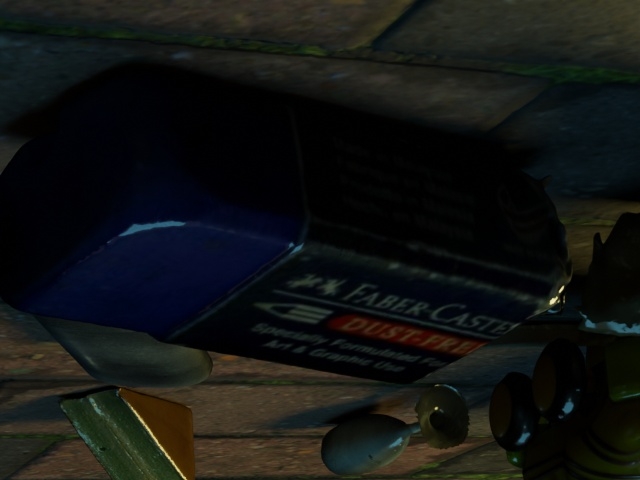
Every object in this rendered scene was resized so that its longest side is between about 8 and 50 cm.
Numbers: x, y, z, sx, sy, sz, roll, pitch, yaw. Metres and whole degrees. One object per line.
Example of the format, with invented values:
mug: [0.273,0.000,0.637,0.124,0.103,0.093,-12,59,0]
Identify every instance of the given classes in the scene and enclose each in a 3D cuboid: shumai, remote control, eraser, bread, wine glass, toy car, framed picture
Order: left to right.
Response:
remote control: [-0.151,0.050,1.365,0.107,0.044,0.377,-2,164,4]
bread: [-0.177,0.189,1.773,0.074,0.084,0.139,-10,162,22]
eraser: [-0.012,-0.001,1.106,0.332,0.102,0.155,12,146,-41]
wine glass: [0.068,0.189,1.892,0.066,0.066,0.198,4,164,-29]
framed picture: [0.064,0.072,1.425,0.260,0.023,0.189,0,178,-36]
toy car: [0.236,0.156,1.390,0.200,0.142,0.248,2,159,-15]
shumai: [0.256,0.014,1.232,0.175,0.166,0.206,16,166,35]

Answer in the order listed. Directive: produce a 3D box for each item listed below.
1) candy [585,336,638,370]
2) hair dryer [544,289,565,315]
candy: [0.293,0.111,1.607,0.104,0.102,0.234,-11,162,18]
hair dryer: [0.092,0.009,1.311,0.173,0.050,0.195,-4,160,-5]
